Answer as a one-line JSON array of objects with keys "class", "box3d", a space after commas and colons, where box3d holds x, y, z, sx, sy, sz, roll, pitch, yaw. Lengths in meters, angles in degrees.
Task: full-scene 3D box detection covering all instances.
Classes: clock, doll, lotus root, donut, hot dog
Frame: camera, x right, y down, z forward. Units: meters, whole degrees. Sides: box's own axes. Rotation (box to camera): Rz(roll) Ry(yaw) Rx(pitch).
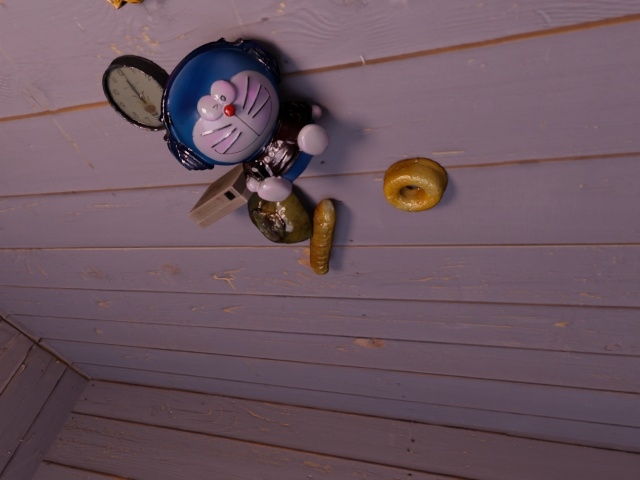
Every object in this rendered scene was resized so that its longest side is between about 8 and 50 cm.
[{"class": "clock", "box3d": [-0.418, -0.337, 1.071, 0.184, 0.040, 0.184, 10, 141, 9]}, {"class": "doll", "box3d": [-0.163, -0.248, 0.938, 0.310, 0.240, 0.284, 28, 101, -33]}, {"class": "lotus root", "box3d": [-0.123, -0.059, 1.223, 0.183, 0.078, 0.203, -23, 110, 46]}, {"class": "donut", "box3d": [0.219, -0.124, 1.074, 0.152, 0.058, 0.152, 12, 142, 10]}, {"class": "hot dog", "box3d": [0.004, 0.000, 1.277, 0.061, 0.088, 0.286, -16, 140, -17]}]

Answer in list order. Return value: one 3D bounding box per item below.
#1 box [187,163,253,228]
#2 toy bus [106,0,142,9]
[{"class": "box", "box3d": [-0.239, -0.123, 1.180, 0.201, 0.141, 0.058, -24, 121, 38]}, {"class": "toy bus", "box3d": [-0.400, -0.494, 0.856, 0.162, 0.069, 0.074, 30, 140, -13]}]
